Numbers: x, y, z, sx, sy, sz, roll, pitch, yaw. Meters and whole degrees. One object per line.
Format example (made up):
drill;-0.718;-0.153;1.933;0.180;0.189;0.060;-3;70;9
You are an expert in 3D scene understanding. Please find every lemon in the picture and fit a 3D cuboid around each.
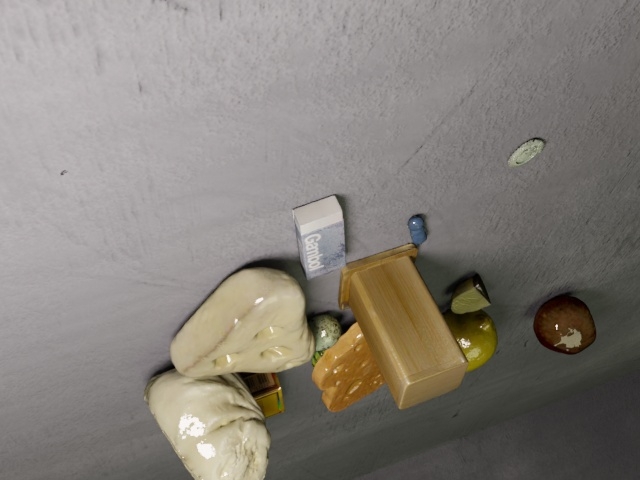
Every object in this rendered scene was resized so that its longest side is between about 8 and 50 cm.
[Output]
lemon;0.401;0.287;1.935;0.184;0.184;0.248;7;142;-43

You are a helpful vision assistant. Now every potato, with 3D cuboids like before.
potato;0.393;0.145;1.823;0.103;0.066;0.096;-24;127;17

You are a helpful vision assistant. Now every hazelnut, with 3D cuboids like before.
hazelnut;0.794;0.269;2.215;0.208;0.208;0.208;-18;149;-11

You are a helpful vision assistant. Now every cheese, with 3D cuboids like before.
cheese;-0.103;0.171;1.436;0.351;0.129;0.328;4;140;-39

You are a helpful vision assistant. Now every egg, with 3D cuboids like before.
egg;0.002;0.226;1.645;0.085;0.085;0.110;13;130;-46

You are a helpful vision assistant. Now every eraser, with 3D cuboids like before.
eraser;0.000;0.000;1.324;0.092;0.046;0.212;-20;150;-7

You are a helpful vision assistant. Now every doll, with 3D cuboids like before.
doll;0.211;-0.020;1.469;0.037;0.027;0.125;-25;153;2

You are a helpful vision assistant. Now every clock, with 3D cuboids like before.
clock;0.420;-0.177;1.383;0.074;0.010;0.083;8;138;-44

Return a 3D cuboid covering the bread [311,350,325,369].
bread;0.043;0.320;1.842;0.139;0.071;0.130;-24;146;-1

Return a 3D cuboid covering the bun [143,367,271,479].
bun;-0.237;0.418;1.543;0.211;0.359;0.359;-33;153;-16

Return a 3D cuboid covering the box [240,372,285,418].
box;-0.252;0.447;1.814;0.302;0.084;0.192;-18;149;-11

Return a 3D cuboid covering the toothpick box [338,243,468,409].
toothpick box;0.182;0.194;1.506;0.188;0.308;0.190;-17;147;-14

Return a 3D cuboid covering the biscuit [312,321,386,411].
biscuit;0.122;0.306;1.780;0.351;0.057;0.312;-42;142;3
